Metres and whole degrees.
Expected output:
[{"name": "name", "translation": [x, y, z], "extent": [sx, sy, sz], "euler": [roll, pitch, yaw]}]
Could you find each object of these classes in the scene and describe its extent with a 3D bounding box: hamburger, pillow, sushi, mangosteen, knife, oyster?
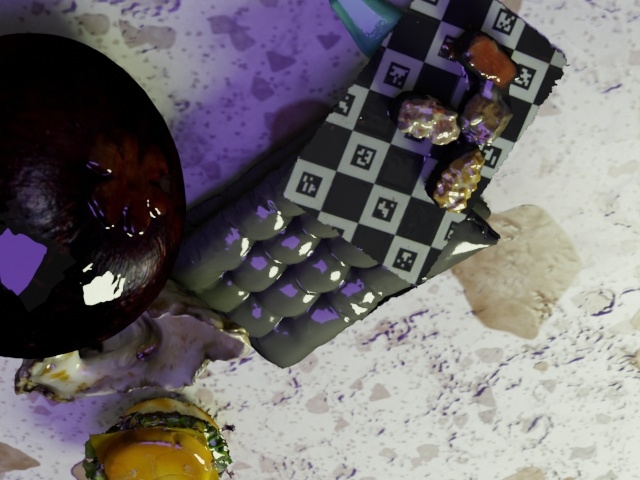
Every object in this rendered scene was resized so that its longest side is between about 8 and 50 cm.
[{"name": "hamburger", "translation": [-0.200, 0.261, 1.609], "extent": [0.189, 0.093, 0.164], "euler": [1, 128, -3]}, {"name": "pillow", "translation": [0.000, 0.000, 1.389], "extent": [0.326, 0.101, 0.228], "euler": [-36, 119, 24]}, {"name": "sushi", "translation": [0.114, -0.104, 1.255], "extent": [0.192, 0.043, 0.279], "euler": [34, 96, -24]}, {"name": "mangosteen", "translation": [-0.296, -0.040, 1.243], "extent": [0.347, 0.307, 0.307], "euler": [-3, 137, 41]}, {"name": "knife", "translation": [0.004, -0.265, 1.206], "extent": [0.063, 0.034, 0.260], "euler": [-34, 120, 19]}, {"name": "oyster", "translation": [-0.225, 0.108, 1.433], "extent": [0.166, 0.110, 0.341], "euler": [30, 146, -26]}]
